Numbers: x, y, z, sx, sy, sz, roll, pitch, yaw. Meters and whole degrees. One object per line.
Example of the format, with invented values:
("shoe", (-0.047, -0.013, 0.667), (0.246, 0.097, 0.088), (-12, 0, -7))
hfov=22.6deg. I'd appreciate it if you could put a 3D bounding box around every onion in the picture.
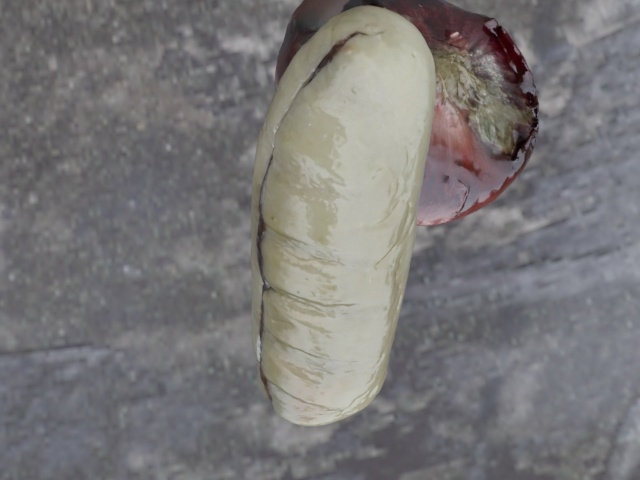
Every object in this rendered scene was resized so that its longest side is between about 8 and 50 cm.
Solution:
("onion", (0.070, -0.125, 1.592), (0.272, 0.272, 0.195), (3, 147, -20))

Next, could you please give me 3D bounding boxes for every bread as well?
("bread", (0.000, 0.000, 0.658), (0.053, 0.073, 0.214), (-39, 149, -40))
